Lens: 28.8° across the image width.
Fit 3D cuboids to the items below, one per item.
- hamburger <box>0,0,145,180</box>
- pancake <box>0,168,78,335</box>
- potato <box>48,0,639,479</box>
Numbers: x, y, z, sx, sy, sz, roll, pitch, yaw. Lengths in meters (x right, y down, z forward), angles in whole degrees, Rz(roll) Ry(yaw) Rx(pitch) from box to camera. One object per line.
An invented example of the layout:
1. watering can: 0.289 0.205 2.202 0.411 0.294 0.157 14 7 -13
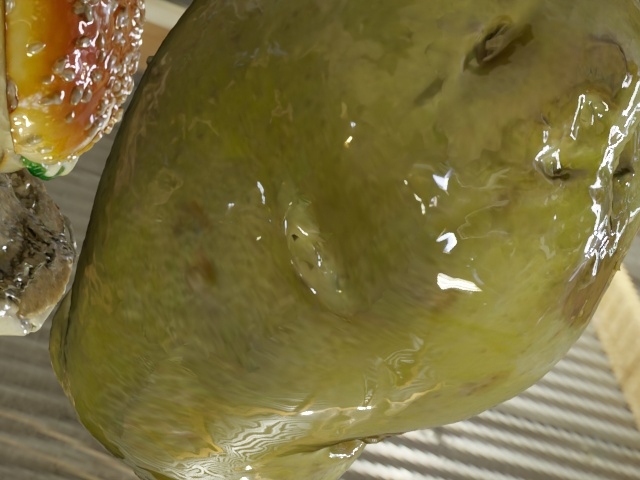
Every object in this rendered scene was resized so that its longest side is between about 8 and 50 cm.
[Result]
1. hamburger: -0.171 -0.149 0.720 0.147 0.237 0.237 10 -149 -13
2. pancake: -0.263 -0.045 0.788 0.282 0.049 0.282 45 -165 -16
3. potato: 0.003 0.003 0.559 0.218 0.351 0.202 11 -134 -47
